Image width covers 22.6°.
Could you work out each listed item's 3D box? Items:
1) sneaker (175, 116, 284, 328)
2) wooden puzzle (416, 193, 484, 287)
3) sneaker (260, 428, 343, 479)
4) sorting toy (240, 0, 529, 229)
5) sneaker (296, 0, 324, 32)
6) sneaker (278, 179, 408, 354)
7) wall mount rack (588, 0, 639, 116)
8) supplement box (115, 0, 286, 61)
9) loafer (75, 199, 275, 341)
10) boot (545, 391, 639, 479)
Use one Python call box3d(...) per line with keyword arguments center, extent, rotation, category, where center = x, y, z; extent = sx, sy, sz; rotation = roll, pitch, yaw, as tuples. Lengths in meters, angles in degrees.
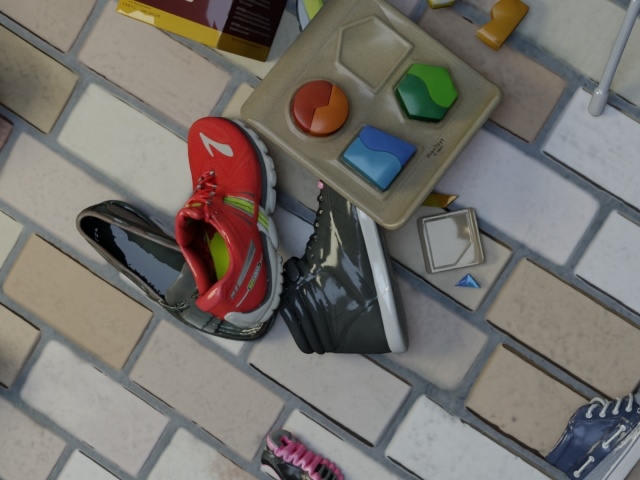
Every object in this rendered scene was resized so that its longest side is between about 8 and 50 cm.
box3d(center=(-0.117, -0.034, 1.843), extent=(0.107, 0.118, 0.279), rotation=(-35, 55, 34), category="sneaker")
box3d(center=(0.152, -0.001, 1.865), extent=(0.079, 0.014, 0.116), rotation=(-5, 90, 19), category="wooden puzzle")
box3d(center=(-0.022, 0.279, 1.905), extent=(0.119, 0.047, 0.057), rotation=(39, 122, 11), category="sneaker")
box3d(center=(0.087, -0.193, 1.799), extent=(0.229, 0.041, 0.307), rotation=(37, 78, 5), category="sorting toy")
box3d(center=(0.045, -0.211, 1.862), extent=(0.094, 0.081, 0.208), rotation=(-32, 89, 5), category="sneaker")
box3d(center=(0.000, 0.000, 1.855), extent=(0.147, 0.104, 0.295), rotation=(-13, 92, 9), category="sneaker")
box3d(center=(0.447, -0.240, 1.731), extent=(0.350, 0.130, 0.304), rotation=(25, 93, 13), category="wall mount rack")
box3d(center=(-0.114, -0.323, 1.835), extent=(0.129, 0.191, 0.194), rotation=(21, 97, 13), category="supplement box")
box3d(center=(-0.181, 0.042, 1.914), extent=(0.267, 0.084, 0.096), rotation=(31, 98, 12), category="loafer")
box3d(center=(0.335, 0.198, 1.790), extent=(0.086, 0.069, 0.190), rotation=(36, 101, 8), category="boot")
